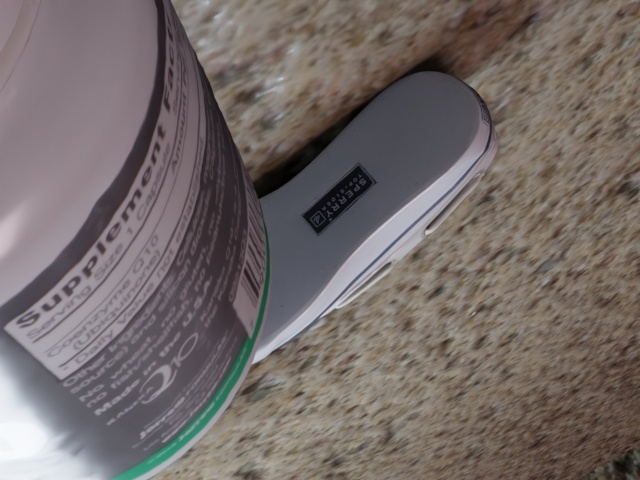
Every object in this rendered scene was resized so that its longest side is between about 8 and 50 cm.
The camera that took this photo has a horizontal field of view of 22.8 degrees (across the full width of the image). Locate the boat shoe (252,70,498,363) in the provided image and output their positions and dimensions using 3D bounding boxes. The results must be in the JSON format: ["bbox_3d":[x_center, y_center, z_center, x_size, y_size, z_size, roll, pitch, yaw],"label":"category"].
[{"bbox_3d":[0.000,0.000,0.998,0.267,0.096,0.088,-43,154,5],"label":"boat shoe"}]

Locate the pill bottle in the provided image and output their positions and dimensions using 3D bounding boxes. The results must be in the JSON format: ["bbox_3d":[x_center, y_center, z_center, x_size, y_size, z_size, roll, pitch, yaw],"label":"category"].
[{"bbox_3d":[-0.141,-0.035,0.544,0.204,0.204,0.361,-31,159,-4],"label":"pill bottle"}]
